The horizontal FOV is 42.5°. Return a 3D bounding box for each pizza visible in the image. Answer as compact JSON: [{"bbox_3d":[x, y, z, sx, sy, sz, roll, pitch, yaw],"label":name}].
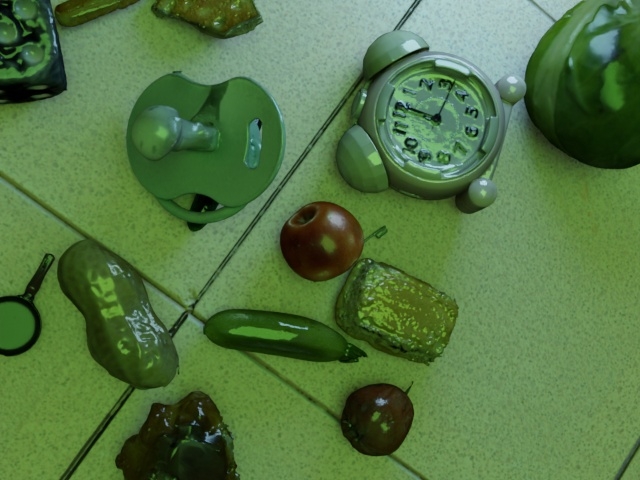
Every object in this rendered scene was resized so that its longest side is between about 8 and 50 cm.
[{"bbox_3d":[-0.221,-0.458,1.637,0.204,0.080,0.188,-28,71,-4],"label":"pizza"}]

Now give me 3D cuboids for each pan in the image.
[{"bbox_3d":[-0.556,0.115,1.541,0.115,0.040,0.212,29,88,-10],"label":"pan"}]

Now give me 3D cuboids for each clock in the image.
[{"bbox_3d":[0.216,-0.236,1.683,0.326,0.184,0.341,17,79,-8],"label":"clock"}]

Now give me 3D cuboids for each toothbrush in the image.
[{"bbox_3d":[0.062,0.027,1.712,0.194,0.014,0.017,-34,96,-13],"label":"toothbrush"}]

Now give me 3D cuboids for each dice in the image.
[{"bbox_3d":[-0.563,-0.349,1.487,0.183,0.182,0.181,-9,89,-16],"label":"dice"}]

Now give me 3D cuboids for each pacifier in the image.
[{"bbox_3d":[-0.244,-0.173,1.499,0.344,0.269,0.288,5,94,26],"label":"pacifier"}]

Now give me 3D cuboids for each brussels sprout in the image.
[{"bbox_3d":[0.592,-0.334,1.725,0.315,0.276,0.370,-2,88,-17],"label":"brussels sprout"}]

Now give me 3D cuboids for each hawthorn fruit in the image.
[{"bbox_3d":[0.131,0.349,1.649,0.189,0.149,0.149,-26,94,-9],"label":"hawthorn fruit"}]

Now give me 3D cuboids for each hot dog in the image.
[{"bbox_3d":[-0.409,-0.466,1.600,0.216,0.047,0.066,-31,58,-14],"label":"hot dog"}]

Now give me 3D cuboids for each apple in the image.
[{"bbox_3d":[0.000,0.000,1.626,0.163,0.163,0.139,-37,108,-13],"label":"apple"}]

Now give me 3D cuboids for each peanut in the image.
[{"bbox_3d":[-0.379,0.141,1.539,0.149,0.149,0.313,-26,94,-13],"label":"peanut"}]

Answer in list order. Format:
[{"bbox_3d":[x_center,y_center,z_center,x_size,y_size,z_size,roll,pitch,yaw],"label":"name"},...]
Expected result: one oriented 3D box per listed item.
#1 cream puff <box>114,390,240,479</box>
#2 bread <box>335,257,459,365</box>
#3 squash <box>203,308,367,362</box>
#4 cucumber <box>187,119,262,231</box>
[{"bbox_3d":[-0.257,0.414,1.546,0.241,0.155,0.268,19,85,-12],"label":"cream puff"},{"bbox_3d":[0.157,0.145,1.676,0.246,0.121,0.174,23,74,-8],"label":"bread"},{"bbox_3d":[-0.062,0.190,1.636,0.341,0.094,0.094,11,85,-12],"label":"squash"},{"bbox_3d":[-0.192,-0.142,1.637,0.056,0.056,0.284,31,76,-11],"label":"cucumber"}]
